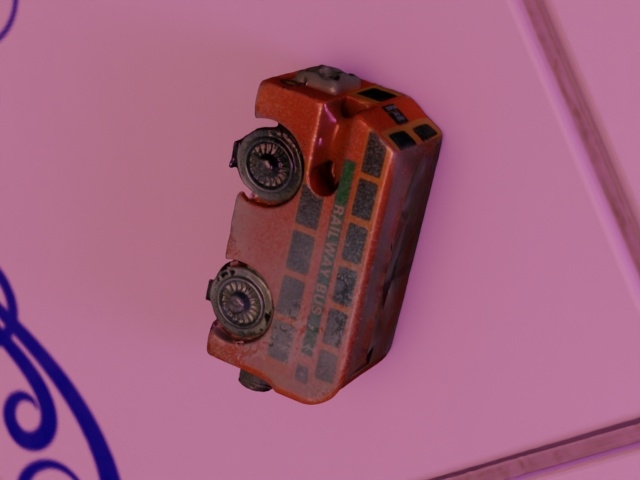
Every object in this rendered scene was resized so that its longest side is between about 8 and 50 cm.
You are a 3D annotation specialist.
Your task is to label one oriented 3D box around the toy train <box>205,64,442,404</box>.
[{"bbox_3d":[0.000,0.000,0.802,0.099,0.072,0.188,19,112,19],"label":"toy train"}]
